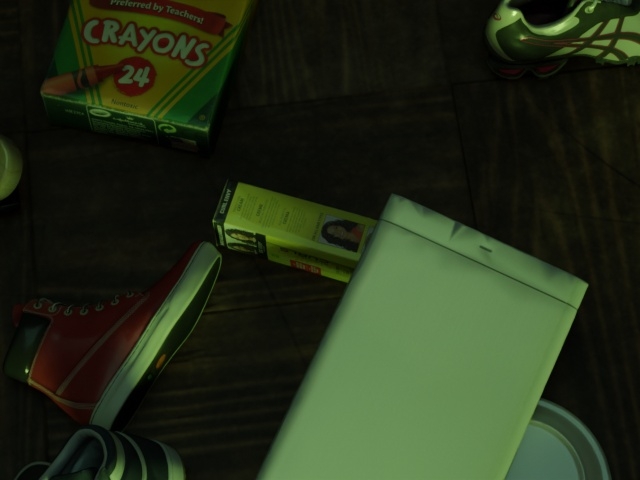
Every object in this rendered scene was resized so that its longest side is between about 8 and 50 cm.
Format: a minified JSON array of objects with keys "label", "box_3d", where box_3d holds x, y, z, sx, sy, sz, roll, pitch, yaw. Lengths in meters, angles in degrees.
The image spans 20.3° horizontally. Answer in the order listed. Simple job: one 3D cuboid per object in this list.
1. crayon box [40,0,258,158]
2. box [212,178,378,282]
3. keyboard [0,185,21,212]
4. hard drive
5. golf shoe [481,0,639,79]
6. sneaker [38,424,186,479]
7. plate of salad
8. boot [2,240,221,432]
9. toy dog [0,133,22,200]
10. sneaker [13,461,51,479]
[{"label":"crayon box","box_3d":[-0.185,-0.271,2.099,0.202,0.081,0.318,12,67,5]},{"label":"box","box_3d":[0.000,0.000,1.982,0.232,0.087,0.058,16,70,5]},{"label":"keyboard","box_3d":[-0.435,-0.026,2.028,0.192,0.038,0.100,-12,44,-4]},{"label":"hard drive","box_3d":[0.106,0.153,1.865,0.233,0.047,0.353,25,74,3]},{"label":"golf shoe","box_3d":[0.323,-0.263,2.078,0.273,0.120,0.105,-17,66,-9]},{"label":"sneaker","box_3d":[-0.211,0.321,1.795,0.099,0.153,0.282,-17,59,28]},{"label":"plate of salad","box_3d":[0.207,0.261,1.890,0.200,0.048,0.199,0,69,0]},{"label":"boot","box_3d":[-0.233,0.072,1.952,0.176,0.088,0.244,31,74,14]},{"label":"toy dog","box_3d":[-0.494,-0.139,1.979,0.334,0.220,0.160,7,81,-1]},{"label":"sneaker","box_3d":[-0.296,0.351,1.798,0.105,0.147,0.295,2,66,3]}]
